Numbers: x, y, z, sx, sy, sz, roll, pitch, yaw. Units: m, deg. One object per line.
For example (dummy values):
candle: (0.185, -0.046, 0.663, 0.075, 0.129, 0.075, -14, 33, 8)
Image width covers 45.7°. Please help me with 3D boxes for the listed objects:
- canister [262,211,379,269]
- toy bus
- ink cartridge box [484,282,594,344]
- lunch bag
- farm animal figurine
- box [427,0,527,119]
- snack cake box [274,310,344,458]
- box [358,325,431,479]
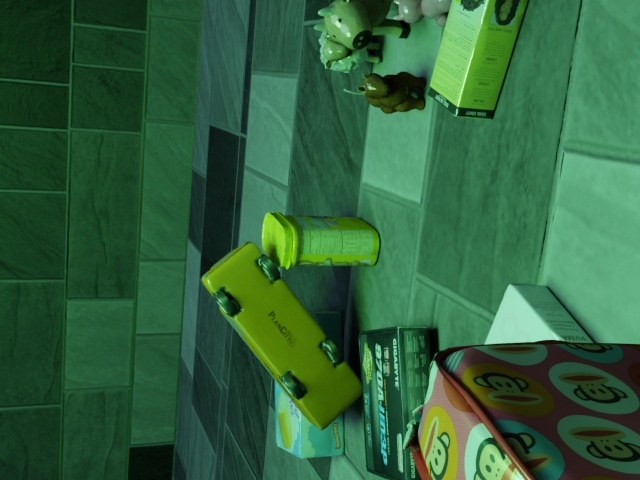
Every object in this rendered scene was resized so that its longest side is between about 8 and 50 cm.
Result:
canister: (0.000, 0.000, 1.283, 0.126, 0.170, 0.073, -137, 51, -63)
toy bus: (-0.064, 0.159, 1.281, 0.332, 0.108, 0.130, 53, 167, -12)
ink cartridge box: (0.245, 0.187, 0.809, 0.232, 0.066, 0.189, -112, 31, -53)
lunch bag: (0.219, 0.152, 0.548, 0.258, 0.293, 0.120, -123, 41, -62)
farm animal figurine: (0.073, -0.363, 1.108, 0.327, 0.172, 0.330, -118, 35, -51)
box: (0.201, -0.273, 0.934, 0.087, 0.058, 0.232, -123, 39, -56)
snack cake box: (-0.025, 0.267, 1.449, 0.152, 0.089, 0.264, 165, 104, -69)
box: (0.112, 0.241, 1.132, 0.175, 0.051, 0.220, 150, 119, -72)
